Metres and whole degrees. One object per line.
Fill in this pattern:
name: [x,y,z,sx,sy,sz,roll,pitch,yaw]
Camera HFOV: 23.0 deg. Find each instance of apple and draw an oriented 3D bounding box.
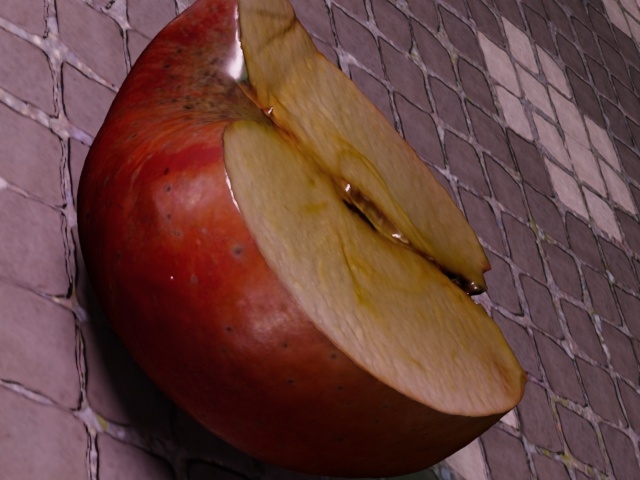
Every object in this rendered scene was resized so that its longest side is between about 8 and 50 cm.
apple: [0.000,0.000,1.119,0.365,0.295,0.329,39,69,-38]
